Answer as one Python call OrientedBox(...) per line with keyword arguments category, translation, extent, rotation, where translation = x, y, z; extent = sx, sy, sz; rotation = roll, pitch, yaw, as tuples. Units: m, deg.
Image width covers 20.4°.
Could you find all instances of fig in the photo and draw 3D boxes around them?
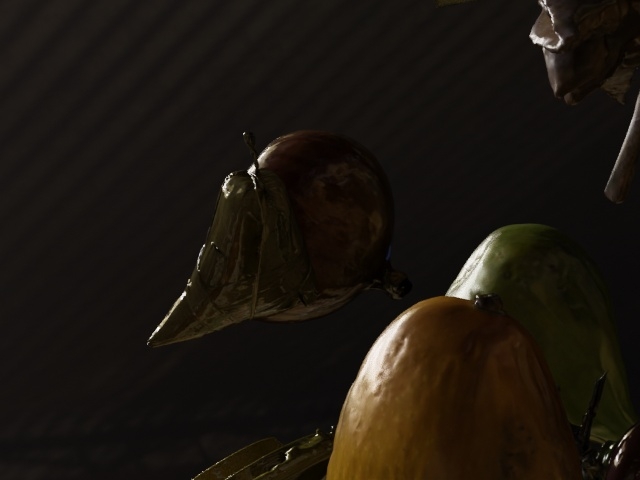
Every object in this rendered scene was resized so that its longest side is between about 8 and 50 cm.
OrientedBox(category="fig", translation=(-0.016, -0.009, 1.969), extent=(0.235, 0.235, 0.214), rotation=(-36, -60, 28))
OrientedBox(category="fig", translation=(0.284, 0.121, 2.101), extent=(0.233, 0.314, 0.233), rotation=(-45, -26, -30))

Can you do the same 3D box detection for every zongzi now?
OrientedBox(category="zongzi", translation=(-0.105, 0.012, 1.673), extent=(0.178, 0.081, 0.189), rotation=(-21, -47, -4))

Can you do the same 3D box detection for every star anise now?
OrientedBox(category="star anise", translation=(0.249, -0.228, 1.597), extent=(0.109, 0.350, 0.292), rotation=(-6, -17, 26))

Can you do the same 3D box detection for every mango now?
OrientedBox(category="mango", translation=(0.083, 0.207, 1.101), extent=(0.144, 0.359, 0.187), rotation=(-5, 10, -33))

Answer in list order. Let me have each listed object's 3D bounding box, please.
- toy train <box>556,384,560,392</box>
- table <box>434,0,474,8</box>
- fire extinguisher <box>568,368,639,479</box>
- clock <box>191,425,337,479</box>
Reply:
OrientedBox(category="toy train", translation=(0.213, 0.173, 1.904), extent=(0.092, 0.029, 0.045), rotation=(-26, -28, 28))
OrientedBox(category="table", translation=(0.140, -0.275, 1.695), extent=(0.079, 0.083, 0.062), rotation=(-7, 23, 23))
OrientedBox(category="fire extinguisher", translation=(0.344, 0.209, 1.567), extent=(0.102, 0.344, 0.138), rotation=(-30, -48, -53))
OrientedBox(category="clock", translation=(-0.079, 0.217, 1.452), extent=(0.237, 0.057, 0.237), rotation=(-32, -14, -9))
